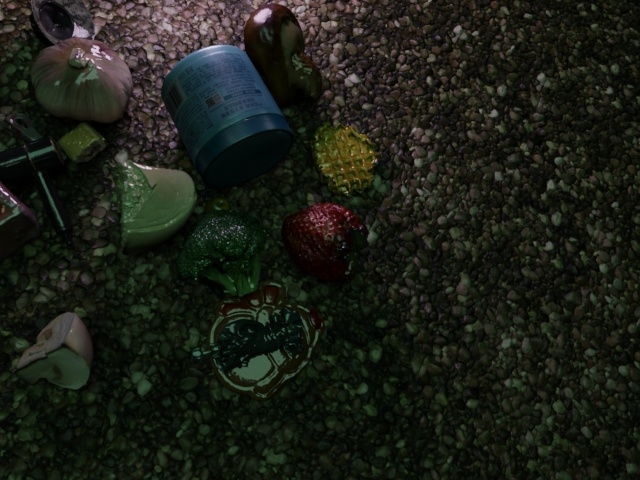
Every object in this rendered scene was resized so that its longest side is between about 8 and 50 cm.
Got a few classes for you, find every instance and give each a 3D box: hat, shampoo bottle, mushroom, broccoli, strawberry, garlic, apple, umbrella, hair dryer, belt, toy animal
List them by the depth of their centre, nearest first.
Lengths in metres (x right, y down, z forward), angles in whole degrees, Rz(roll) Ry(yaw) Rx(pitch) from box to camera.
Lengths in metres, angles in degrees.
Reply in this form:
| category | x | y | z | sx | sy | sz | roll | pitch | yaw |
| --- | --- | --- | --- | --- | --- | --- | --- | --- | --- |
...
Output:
| category | x | y | z | sx | sy | sz | roll | pitch | yaw |
| --- | --- | --- | --- | --- | --- | --- | --- | --- | --- |
| mushroom | -0.741 | 0.328 | 1.608 | 0.236 | 0.173 | 0.162 | -26 | 121 | 19 |
| umbrella | -0.216 | 0.306 | 1.648 | 0.348 | 0.094 | 0.143 | -12 | 71 | -11 |
| broccoli | -0.296 | 0.043 | 1.689 | 0.307 | 0.308 | 0.275 | -19 | 98 | -15 |
| hair dryer | -0.867 | -0.133 | 1.717 | 0.188 | 0.107 | 0.353 | -21 | 94 | -13 |
| strawberry | 0.000 | 0.000 | 1.793 | 0.288 | 0.250 | 0.239 | 17 | 104 | 18 |
| shampoo bottle | -0.308 | -0.403 | 1.796 | 0.331 | 0.331 | 0.343 | -26 | 78 | -17 |
| garlic | -0.780 | -0.529 | 1.804 | 0.321 | 0.241 | 0.322 | 23 | 32 | -15 |
| belt | -0.930 | -0.325 | 1.807 | 0.232 | 0.053 | 0.071 | 41 | 60 | 3 |
| apple | -0.341 | -0.106 | 1.833 | 0.089 | 0.074 | 0.090 | 13 | 53 | -18 |
| toy animal | -0.387 | -0.159 | 1.864 | 0.084 | 0.050 | 0.028 | 1 | 32 | 27 |
| hat | -0.924 | -0.749 | 1.896 | 0.128 | 0.265 | 0.266 | -16 | 72 | 23 |
| mushroom | -0.120 | -0.655 | 1.937 | 0.259 | 0.345 | 0.346 | 4 | 70 | 15 |

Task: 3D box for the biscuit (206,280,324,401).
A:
| category | x | y | z | sx | sy | sz | roll | pitch | yaw |
| --- | --- | --- | --- | --- | --- | --- | --- | --- | --- |
| biscuit | -0.169 | 0.307 | 1.741 | 0.380 | 0.074 | 0.359 | -20 | 79 | -12 |

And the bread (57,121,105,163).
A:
| category | x | y | z | sx | sy | sz | roll | pitch | yaw |
| --- | --- | --- | --- | --- | --- | --- | --- | --- | --- |
| bread | -0.786 | -0.321 | 1.819 | 0.125 | 0.082 | 0.106 | -42 | 73 | -9 |

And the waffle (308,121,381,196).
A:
| category | x | y | z | sx | sy | sz | roll | pitch | yaw |
| --- | --- | --- | --- | --- | --- | --- | --- | --- | --- |
| waffle | 0.082 | -0.295 | 1.975 | 0.280 | 0.060 | 0.262 | 29 | 70 | 0 |

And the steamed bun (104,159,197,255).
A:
| category | x | y | z | sx | sy | sz | roll | pitch | yaw |
| --- | --- | --- | --- | --- | --- | --- | --- | --- | --- |
| steamed bun | -0.531 | -0.084 | 1.697 | 0.273 | 0.290 | 0.273 | 4 | 86 | -18 |

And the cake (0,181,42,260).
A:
| category | x | y | z | sx | sy | sz | roll | pitch | yaw |
| --- | --- | --- | --- | --- | --- | --- | --- | --- | --- |
| cake | -1.031 | -0.093 | 1.627 | 0.309 | 0.230 | 0.237 | 44 | 68 | 7 |
